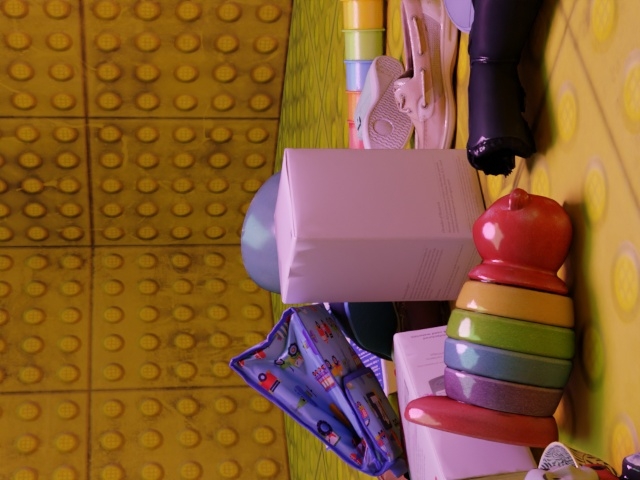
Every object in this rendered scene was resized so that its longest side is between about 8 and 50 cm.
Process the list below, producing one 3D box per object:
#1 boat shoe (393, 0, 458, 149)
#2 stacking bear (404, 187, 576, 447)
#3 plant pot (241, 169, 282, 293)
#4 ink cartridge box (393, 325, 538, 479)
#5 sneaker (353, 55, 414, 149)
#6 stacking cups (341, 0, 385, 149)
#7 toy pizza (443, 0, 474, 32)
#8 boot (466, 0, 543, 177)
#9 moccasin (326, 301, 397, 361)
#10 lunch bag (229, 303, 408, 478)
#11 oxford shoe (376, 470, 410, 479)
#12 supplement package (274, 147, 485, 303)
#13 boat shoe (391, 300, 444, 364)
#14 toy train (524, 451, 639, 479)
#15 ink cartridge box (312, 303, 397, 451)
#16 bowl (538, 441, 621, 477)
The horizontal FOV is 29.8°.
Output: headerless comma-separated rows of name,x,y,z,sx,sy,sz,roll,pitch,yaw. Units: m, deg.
boat shoe,0.163,-0.246,1.948,0.109,0.098,0.302,-117,28,-71
stacking bear,0.224,0.085,1.418,0.164,0.175,0.289,8,88,46
plant pot,0.000,0.000,2.601,0.195,0.290,0.290,20,116,41
ink cartridge box,0.192,0.292,1.631,0.306,0.131,0.226,-107,10,-55
sneaker,0.114,-0.210,2.276,0.151,0.094,0.256,110,168,-51
stacking cups,0.090,-0.337,2.459,0.096,0.096,0.316,-138,46,-78
toy pizza,0.226,-0.389,1.674,0.201,0.032,0.201,-178,90,-68
boot,0.233,-0.212,1.506,0.246,0.094,0.207,93,177,-68
moccasin,0.066,0.135,2.067,0.138,0.117,0.342,-62,-28,-16
lunch bag,0.026,0.247,1.827,0.293,0.138,0.221,49,-172,8
oxford shoe,0.154,0.439,2.219,0.076,0.076,0.212,-59,12,7
supplement package,0.086,-0.023,1.830,0.177,0.293,0.175,103,164,-54
boat shoe,0.172,0.126,1.991,0.095,0.095,0.257,-123,24,-54
toy train,0.255,0.358,1.099,0.142,0.190,0.334,-137,47,-77
ink cartridge box,0.073,0.224,2.391,0.175,0.069,0.371,-30,50,36
bowl,0.287,0.294,1.250,0.170,0.080,0.170,180,90,-80
